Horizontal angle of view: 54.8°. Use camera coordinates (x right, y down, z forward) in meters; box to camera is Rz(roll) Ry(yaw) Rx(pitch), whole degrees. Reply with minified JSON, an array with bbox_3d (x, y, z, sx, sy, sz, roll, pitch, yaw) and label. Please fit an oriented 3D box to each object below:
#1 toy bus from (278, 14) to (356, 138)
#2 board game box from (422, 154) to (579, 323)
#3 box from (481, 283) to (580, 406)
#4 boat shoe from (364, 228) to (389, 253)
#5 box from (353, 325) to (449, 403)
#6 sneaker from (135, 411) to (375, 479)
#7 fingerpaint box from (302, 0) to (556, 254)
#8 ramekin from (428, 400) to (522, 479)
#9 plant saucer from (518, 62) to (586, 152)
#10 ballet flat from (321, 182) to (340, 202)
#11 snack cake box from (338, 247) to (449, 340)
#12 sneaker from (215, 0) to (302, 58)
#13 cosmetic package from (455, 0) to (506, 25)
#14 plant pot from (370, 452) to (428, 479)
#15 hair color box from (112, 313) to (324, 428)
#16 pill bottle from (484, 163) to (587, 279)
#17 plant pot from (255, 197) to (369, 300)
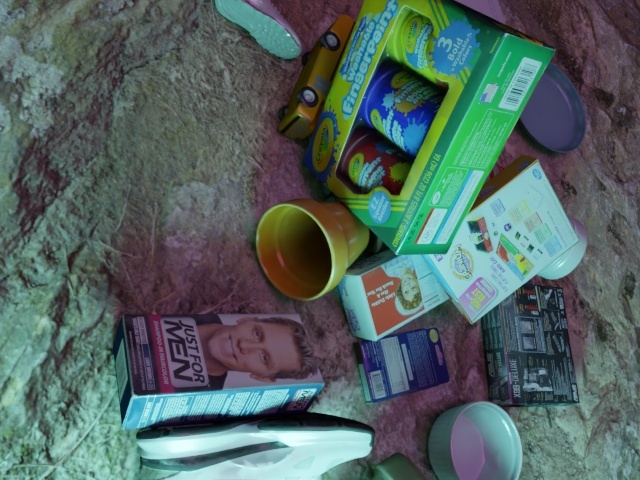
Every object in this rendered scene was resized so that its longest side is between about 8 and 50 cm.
[{"bbox_3d":[0.014,-0.381,1.471,0.130,0.108,0.333,29,62,-20],"label":"toy bus"},{"bbox_3d":[0.395,0.000,1.380,0.316,0.064,0.242,-37,114,-2],"label":"board game box"},{"bbox_3d":[0.530,0.266,1.574,0.242,0.076,0.308,6,71,-28],"label":"box"},{"bbox_3d":[0.149,-0.074,1.465,0.073,0.080,0.224,17,78,-38],"label":"boat shoe"},{"bbox_3d":[0.187,0.278,1.399,0.225,0.036,0.137,-6,78,-29],"label":"box"},{"bbox_3d":[-0.109,0.455,1.126,0.447,0.169,0.258,2,82,-21],"label":"sneaker"},{"bbox_3d":[0.182,-0.255,1.242,0.163,0.445,0.371,0,35,-39],"label":"fingerpaint box"},{"bbox_3d":[0.339,0.468,1.382,0.207,0.109,0.207,9,70,-26],"label":"ramekin"},{"bbox_3d":[0.694,-0.413,1.905,0.317,0.043,0.318,10,70,-28],"label":"plant saucer"},{"bbox_3d":[0.028,-0.100,1.431,0.041,0.041,0.115,2,74,-29],"label":"ballet flat"},{"bbox_3d":[0.174,0.101,1.397,0.264,0.089,0.152,-22,104,-33],"label":"snack cake box"},{"bbox_3d":[-0.130,-0.528,1.453,0.235,0.090,0.095,38,50,-16],"label":"sneaker"},{"bbox_3d":[0.254,-0.406,1.449,0.156,0.385,0.217,-6,78,-31],"label":"cosmetic package"},{"bbox_3d":[0.120,0.574,1.161,0.229,0.263,0.263,-26,88,-16],"label":"plant pot"},{"bbox_3d":[-0.185,0.228,1.124,0.347,0.105,0.174,3,43,-29],"label":"hair color box"},{"bbox_3d":[0.455,-0.051,1.542,0.407,0.229,0.229,23,64,-21],"label":"pill bottle"},{"bbox_3d":[0.000,0.000,1.302,0.188,0.205,0.205,-24,87,-49],"label":"plant pot"}]
